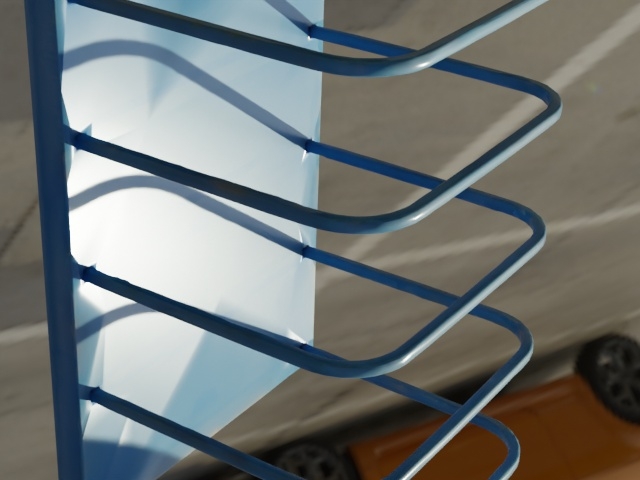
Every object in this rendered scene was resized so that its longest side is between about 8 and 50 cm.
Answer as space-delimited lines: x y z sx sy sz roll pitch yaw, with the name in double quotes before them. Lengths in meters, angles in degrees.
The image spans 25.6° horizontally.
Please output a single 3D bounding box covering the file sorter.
"file sorter" 0.000 0.000 0.397 0.118 0.105 0.170 -35 135 -48
